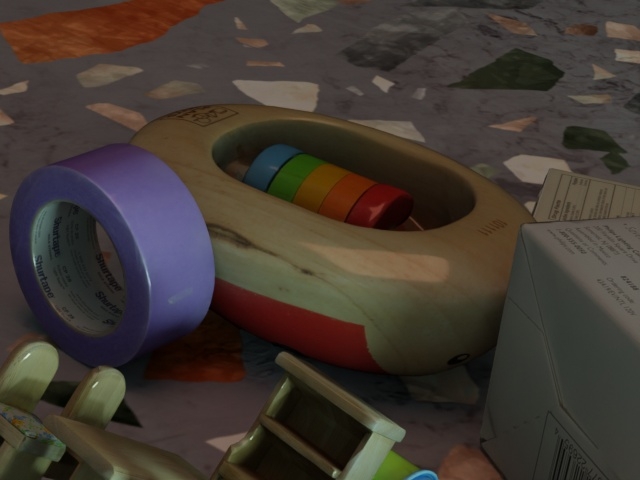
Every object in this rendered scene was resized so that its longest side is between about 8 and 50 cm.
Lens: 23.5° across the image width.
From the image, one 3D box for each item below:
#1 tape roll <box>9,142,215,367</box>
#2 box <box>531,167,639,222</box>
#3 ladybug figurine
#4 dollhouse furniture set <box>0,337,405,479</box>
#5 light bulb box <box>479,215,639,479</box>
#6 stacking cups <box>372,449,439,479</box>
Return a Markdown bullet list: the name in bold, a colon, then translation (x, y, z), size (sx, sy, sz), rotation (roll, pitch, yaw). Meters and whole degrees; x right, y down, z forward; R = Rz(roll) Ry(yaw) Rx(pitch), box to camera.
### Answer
- **tape roll**: translation (-0.188, 0.013, 1.374), size (0.189, 0.189, 0.080), rotation (28, 35, 34)
- **box**: translation (0.357, 0.036, 1.527), size (0.311, 0.121, 0.148), rotation (13, 29, 12)
- **ladybug figurine**: translation (0.000, 0.000, 1.469), size (0.449, 0.162, 0.305), rotation (25, 32, 29)
- **dollhouse furniture set**: translation (-0.077, 0.148, 1.061), size (0.212, 0.161, 0.242), rotation (32, 1, 38)
- **light bulb box**: translation (0.373, 0.147, 1.215), size (0.361, 0.225, 0.358), rotation (-3, 29, -21)
- **stacking cups**: translation (0.085, 0.217, 1.154), size (0.316, 0.096, 0.096), rotation (27, 34, 34)
